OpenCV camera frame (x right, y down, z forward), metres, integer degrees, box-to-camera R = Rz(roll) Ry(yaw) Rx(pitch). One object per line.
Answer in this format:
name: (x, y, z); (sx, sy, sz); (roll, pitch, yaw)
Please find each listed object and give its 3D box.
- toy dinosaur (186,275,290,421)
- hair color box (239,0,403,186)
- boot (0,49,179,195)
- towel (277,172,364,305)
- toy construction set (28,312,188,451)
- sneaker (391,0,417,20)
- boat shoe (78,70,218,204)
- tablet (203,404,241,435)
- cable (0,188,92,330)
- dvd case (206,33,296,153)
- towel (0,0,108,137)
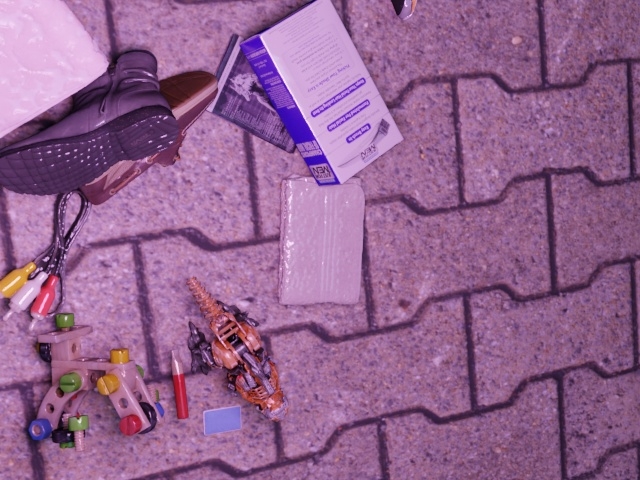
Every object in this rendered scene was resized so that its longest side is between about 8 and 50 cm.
toy dinosaur: (-0.162, 0.208, 1.866); (0.164, 0.218, 0.322); (-14, 103, -21)
hair color box: (0.005, -0.299, 1.905); (0.185, 0.110, 0.339); (-36, 105, -24)
boot: (-0.435, -0.218, 1.703); (0.338, 0.223, 0.118); (-17, 141, -13)
towel: (0.000, 0.000, 2.002); (0.187, 0.049, 0.282); (1, 97, -22)
toy construction set: (-0.400, 0.248, 1.787); (0.309, 0.257, 0.237); (-4, 87, -44)
sneaker: (0.141, -0.564, 1.969); (0.083, 0.084, 0.215); (-19, 95, -18)
boat shoe: (-0.326, -0.195, 1.805); (0.342, 0.123, 0.123); (-43, 137, -20)
tablet: (-0.207, 0.380, 1.987); (0.083, 0.006, 0.054); (-5, 99, -24)
cable: (-0.497, 0.037, 1.773); (0.139, 0.072, 0.287); (38, 81, -29)
dvd case: (-0.117, -0.297, 1.922); (0.221, 0.018, 0.164); (25, 87, -26)
towel: (-0.548, -0.311, 1.457); (0.317, 0.053, 0.332); (-35, 130, -1)
